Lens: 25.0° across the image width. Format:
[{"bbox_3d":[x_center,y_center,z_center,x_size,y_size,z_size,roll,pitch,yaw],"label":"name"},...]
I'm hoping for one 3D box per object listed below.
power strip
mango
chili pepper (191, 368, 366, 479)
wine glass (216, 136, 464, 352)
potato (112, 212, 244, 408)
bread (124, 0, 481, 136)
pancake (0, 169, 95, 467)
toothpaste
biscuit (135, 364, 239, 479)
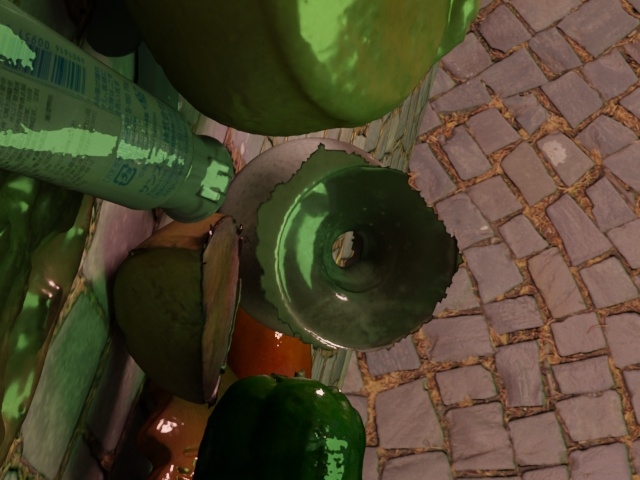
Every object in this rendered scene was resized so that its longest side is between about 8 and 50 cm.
[{"bbox_3d":[-0.137,-0.185,1.164,0.216,0.044,0.137,72,33,-75],"label":"power strip"},{"bbox_3d":[-0.077,0.146,1.820,0.146,0.129,0.289,39,50,-51],"label":"mango"},{"bbox_3d":[-0.067,0.305,1.358,0.167,0.213,0.385,21,75,-43],"label":"chili pepper"},{"bbox_3d":[0.000,0.000,1.564,0.323,0.238,0.238,-168,-87,-72],"label":"wine glass"},{"bbox_3d":[-0.132,0.036,1.374,0.243,0.098,0.138,95,10,-47],"label":"potato"},{"bbox_3d":[-0.028,-0.236,1.039,0.320,0.237,0.321,-4,95,-51],"label":"bread"},{"bbox_3d":[-0.220,0.031,0.981,0.294,0.049,0.295,16,90,-81],"label":"pancake"},{"bbox_3d":[-0.161,-0.078,0.896,0.299,0.073,0.114,26,68,-57],"label":"toothpaste"},{"bbox_3d":[-0.114,0.236,1.565,0.284,0.043,0.306,22,49,-52],"label":"biscuit"}]
